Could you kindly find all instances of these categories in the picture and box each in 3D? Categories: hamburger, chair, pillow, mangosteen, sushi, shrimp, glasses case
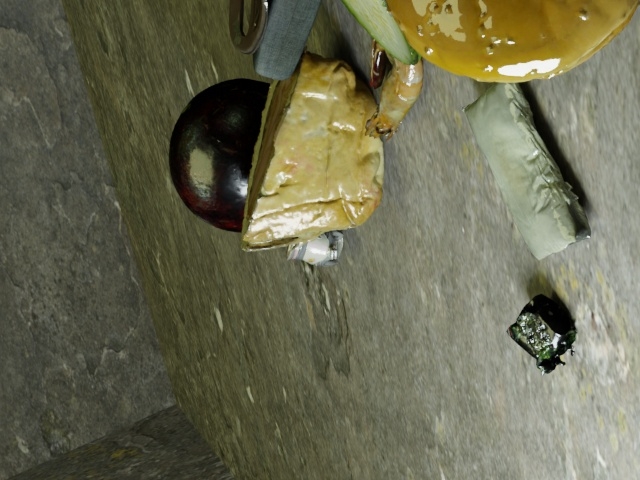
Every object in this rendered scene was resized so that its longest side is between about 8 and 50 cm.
[{"bbox_3d":[0.002,-0.121,2.080,0.162,0.209,0.330,-161,87,-76],"label":"hamburger"},{"bbox_3d":[-0.152,-0.447,1.905,0.175,0.183,0.326,119,161,-58],"label":"chair"},{"bbox_3d":[0.256,-0.089,1.647,0.229,0.050,0.148,68,157,8],"label":"pillow"},{"bbox_3d":[0.175,-0.299,1.280,0.319,0.158,0.318,7,105,25],"label":"hamburger"},{"bbox_3d":[-0.123,-0.144,2.288,0.288,0.288,0.288,53,156,36],"label":"mangosteen"},{"bbox_3d":[0.303,0.125,1.752,0.084,0.056,0.083,59,152,27],"label":"sushi"},{"bbox_3d":[0.097,-0.236,1.902,0.133,0.053,0.236,56,155,25],"label":"shrimp"},{"bbox_3d":[-0.032,-0.384,1.906,0.323,0.074,0.131,114,162,-47],"label":"glasses case"}]

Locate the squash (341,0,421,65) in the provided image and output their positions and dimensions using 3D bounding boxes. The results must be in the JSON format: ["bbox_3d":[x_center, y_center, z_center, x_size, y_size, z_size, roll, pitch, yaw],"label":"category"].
[{"bbox_3d":[0.041,-0.354,1.680,0.233,0.210,0.309,43,145,39],"label":"squash"}]

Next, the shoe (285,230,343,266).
[{"bbox_3d":[0.000,0.000,2.376,0.180,0.092,0.089,-30,-46,-77],"label":"shoe"}]
